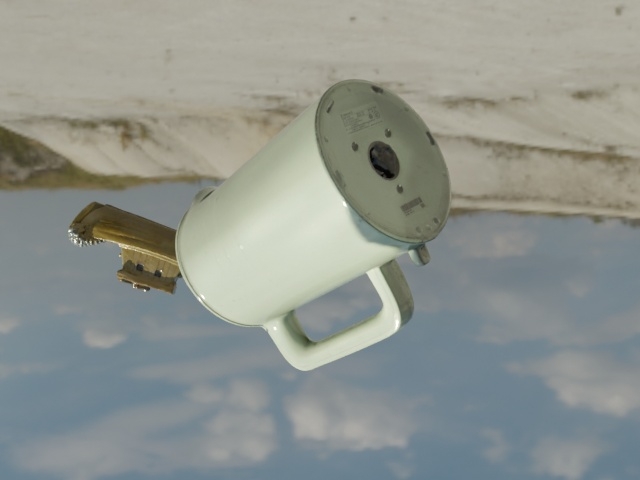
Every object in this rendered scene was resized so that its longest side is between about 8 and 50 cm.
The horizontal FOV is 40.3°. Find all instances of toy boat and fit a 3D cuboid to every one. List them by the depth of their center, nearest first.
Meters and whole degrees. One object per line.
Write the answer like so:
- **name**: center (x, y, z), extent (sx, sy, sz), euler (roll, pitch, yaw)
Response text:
- **toy boat**: center (-0.277, 0.033, 1.507), extent (0.321, 0.122, 0.089), euler (21, 174, -3)

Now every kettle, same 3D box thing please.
- **kettle**: center (0.002, -0.013, 1.083), extent (0.318, 0.265, 0.205), euler (-32, -152, 42)
